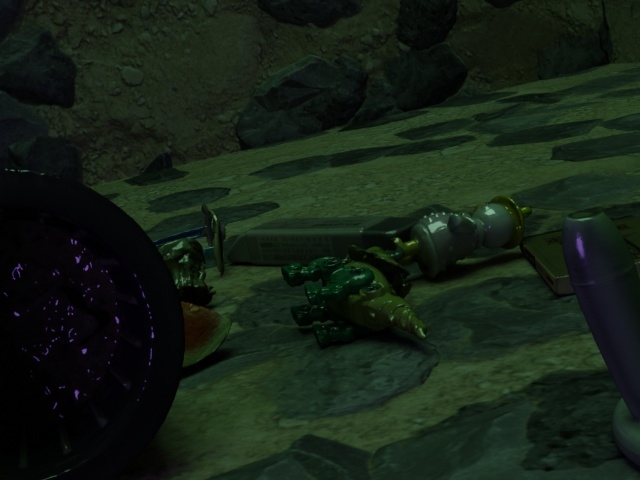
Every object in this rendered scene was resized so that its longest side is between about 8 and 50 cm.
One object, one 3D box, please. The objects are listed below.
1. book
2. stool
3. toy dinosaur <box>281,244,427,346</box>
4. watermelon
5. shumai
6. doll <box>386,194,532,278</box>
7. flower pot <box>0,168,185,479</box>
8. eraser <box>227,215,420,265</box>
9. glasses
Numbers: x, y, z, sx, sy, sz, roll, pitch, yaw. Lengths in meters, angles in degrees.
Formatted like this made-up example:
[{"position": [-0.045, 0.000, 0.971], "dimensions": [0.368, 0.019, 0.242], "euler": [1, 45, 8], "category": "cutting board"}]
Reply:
[{"position": [0.347, 0.015, 1.322], "dimensions": [0.161, 0.027, 0.231], "euler": [-11, 12, 2], "category": "book"}, {"position": [0.306, 0.054, 0.786], "dimensions": [0.195, 0.199, 0.195], "euler": [-19, 14, -41], "category": "stool"}, {"position": [0.048, 0.070, 1.214], "dimensions": [0.153, 0.094, 0.259], "euler": [-16, 21, -6], "category": "toy dinosaur"}, {"position": [-0.178, 0.106, 1.209], "dimensions": [0.125, 0.094, 0.135], "euler": [0, 18, 16], "category": "watermelon"}, {"position": [-0.196, 0.066, 1.464], "dimensions": [0.099, 0.124, 0.087], "euler": [3, 40, -43], "category": "shumai"}, {"position": [0.188, -0.007, 1.401], "dimensions": [0.207, 0.081, 0.129], "euler": [-18, -23, -13], "category": "doll"}, {"position": [-0.294, 0.080, 1.028], "dimensions": [0.293, 0.294, 0.330], "euler": [-14, 6, -12], "category": "flower pot"}, {"position": [0.000, 0.000, 1.608], "dimensions": [0.351, 0.061, 0.089], "euler": [1, 16, 42], "category": "eraser"}, {"position": [-0.243, 0.041, 1.695], "dimensions": [0.220, 0.088, 0.189], "euler": [-32, 15, -3], "category": "glasses"}]
